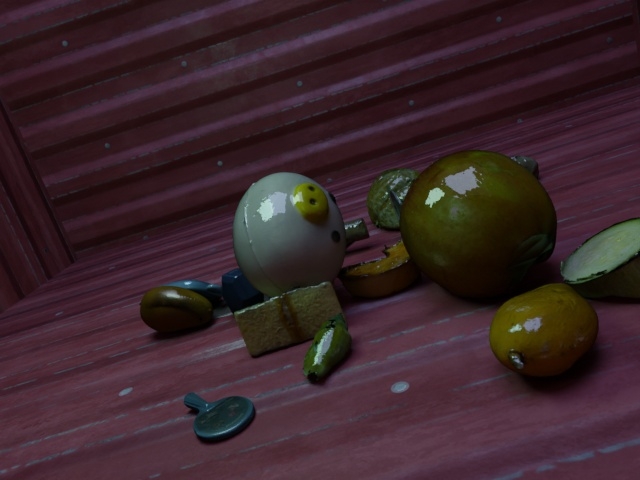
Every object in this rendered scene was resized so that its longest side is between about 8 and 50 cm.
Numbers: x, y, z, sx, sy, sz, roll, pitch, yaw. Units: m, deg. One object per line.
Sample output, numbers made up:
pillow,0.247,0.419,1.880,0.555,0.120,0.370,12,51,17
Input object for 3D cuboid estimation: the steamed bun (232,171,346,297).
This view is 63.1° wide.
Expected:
steamed bun,-0.084,-0.011,1.442,0.334,0.334,0.373,-14,50,14

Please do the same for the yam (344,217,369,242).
yam,0.000,0.000,1.878,0.357,0.081,0.081,-15,15,14

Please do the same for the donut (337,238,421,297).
donut,0.189,0.083,1.438,0.259,0.101,0.152,-22,15,-18

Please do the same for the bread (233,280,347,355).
bread,-0.074,0.201,1.329,0.266,0.178,0.141,-21,46,-1

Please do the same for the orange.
orange,0.315,-0.179,2.052,0.271,0.210,0.368,-22,13,-5

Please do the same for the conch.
conch,0.016,0.236,1.159,0.095,0.079,0.201,-29,11,48

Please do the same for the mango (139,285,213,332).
mango,-0.450,0.214,1.623,0.236,0.166,0.136,2,60,8

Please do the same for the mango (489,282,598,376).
mango,0.399,0.148,0.932,0.177,0.119,0.317,-18,7,34

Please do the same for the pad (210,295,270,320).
pad,-0.252,0.199,1.722,0.266,0.002,0.176,-17,15,2

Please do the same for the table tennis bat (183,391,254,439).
table tennis bat,-0.220,0.354,1.073,0.201,0.033,0.124,5,25,45

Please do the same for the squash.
squash,0.622,0.056,1.088,0.220,0.133,0.220,-32,9,6

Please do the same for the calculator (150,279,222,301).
calculator,-0.446,0.178,1.768,0.303,0.042,0.188,-13,-24,27

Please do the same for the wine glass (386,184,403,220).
wine glass,0.416,-0.147,1.767,0.323,0.237,0.238,-23,15,0

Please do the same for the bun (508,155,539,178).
bun,0.767,-0.276,2.043,0.167,0.113,0.173,-14,13,15

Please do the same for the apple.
apple,0.393,-0.031,1.270,0.375,0.373,0.384,-6,-21,38

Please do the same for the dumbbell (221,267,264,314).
dumbbell,-0.147,0.112,1.630,0.325,0.159,0.144,-28,49,-36
